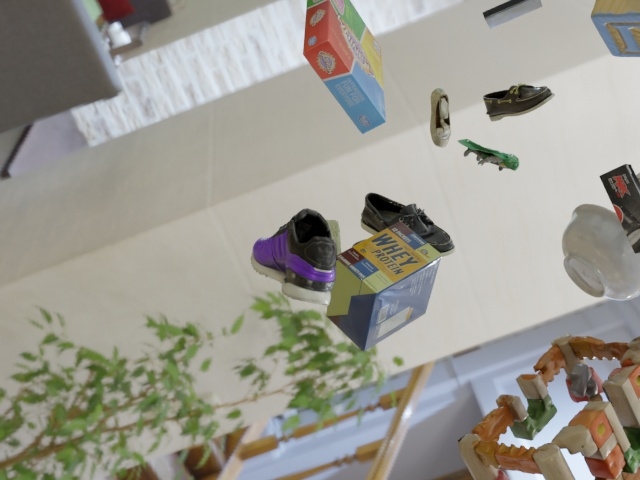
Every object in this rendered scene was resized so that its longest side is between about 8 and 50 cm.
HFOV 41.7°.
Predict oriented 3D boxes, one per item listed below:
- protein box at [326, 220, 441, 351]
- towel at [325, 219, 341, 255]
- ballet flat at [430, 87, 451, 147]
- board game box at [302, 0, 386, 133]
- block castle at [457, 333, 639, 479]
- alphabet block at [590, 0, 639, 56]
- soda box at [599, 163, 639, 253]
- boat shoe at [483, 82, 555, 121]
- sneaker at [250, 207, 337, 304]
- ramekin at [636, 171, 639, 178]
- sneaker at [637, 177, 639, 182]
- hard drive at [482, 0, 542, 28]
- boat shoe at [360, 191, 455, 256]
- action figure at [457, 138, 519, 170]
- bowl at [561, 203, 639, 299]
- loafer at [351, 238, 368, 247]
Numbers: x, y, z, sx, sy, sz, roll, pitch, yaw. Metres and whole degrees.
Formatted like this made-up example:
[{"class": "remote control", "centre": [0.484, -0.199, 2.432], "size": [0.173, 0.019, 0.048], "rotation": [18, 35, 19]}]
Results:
[{"class": "protein box", "centre": [0.139, 0.102, 1.882], "size": [0.136, 0.201, 0.200], "rotation": [42, -37, 31]}, {"class": "towel", "centre": [0.000, 0.000, 2.098], "size": [0.027, 0.110, 0.148], "rotation": [102, -10, -46]}, {"class": "ballet flat", "centre": [0.314, -0.312, 2.187], "size": [0.052, 0.057, 0.168], "rotation": [-130, -155, -58]}, {"class": "board game box", "centre": [0.056, -0.424, 1.879], "size": [0.242, 0.064, 0.317], "rotation": [49, 28, -35]}, {"class": "block castle", "centre": [0.545, 0.402, 1.787], "size": [0.303, 0.453, 0.213], "rotation": [-10, -68, 56]}, {"class": "alphabet block", "centre": [0.782, -0.565, 1.989], "size": [0.192, 0.193, 0.197], "rotation": [32, 75, -50]}, {"class": "soda box", "centre": [0.606, -0.062, 1.629], "size": [0.053, 0.060, 0.169], "rotation": [-4, 70, -58]}, {"class": "boat shoe", "centre": [0.480, -0.348, 2.064], "size": [0.069, 0.081, 0.227], "rotation": [60, -24, -11]}, {"class": "sneaker", "centre": [-0.038, 0.010, 1.515], "size": [0.293, 0.102, 0.146], "rotation": [31, -69, 64]}, {"class": "ramekin", "centre": [0.894, -0.098, 2.201], "size": [0.109, 0.207, 0.207], "rotation": [-59, 144, -31]}, {"class": "sneaker", "centre": [0.755, -0.104, 1.814], "size": [0.182, 0.158, 0.411], "rotation": [159, -62, -85]}, {"class": "hard drive", "centre": [0.463, -0.557, 2.022], "size": [0.094, 0.135, 0.022], "rotation": [4, 67, -70]}, {"class": "boat shoe", "centre": [0.232, -0.052, 2.280], "size": [0.340, 0.127, 0.113], "rotation": [32, -48, 52]}, {"class": "action figure", "centre": [0.497, -0.234, 2.399], "size": [0.232, 0.137, 0.064], "rotation": [36, -70, 65]}, {"class": "bowl", "centre": [0.743, 0.057, 2.230], "size": [0.298, 0.134, 0.298], "rotation": [48, -12, 14]}, {"class": "loafer", "centre": [0.152, 0.080, 2.357], "size": [0.267, 0.096, 0.084], "rotation": [45, 26, -62]}]
